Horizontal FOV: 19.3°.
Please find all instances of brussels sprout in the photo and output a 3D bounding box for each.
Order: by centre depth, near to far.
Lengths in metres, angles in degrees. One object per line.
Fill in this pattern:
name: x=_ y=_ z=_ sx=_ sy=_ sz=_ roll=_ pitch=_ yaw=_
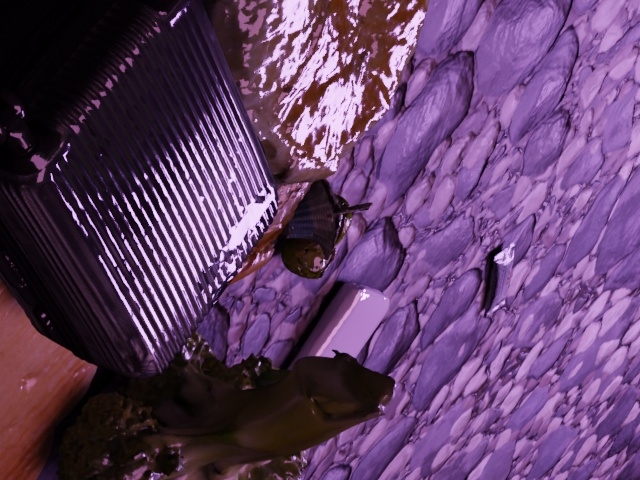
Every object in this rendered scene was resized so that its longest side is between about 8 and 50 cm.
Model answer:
brussels sprout: x=0.001 y=0.000 z=1.743 sx=0.083 sy=0.046 sz=0.051 roll=-49 pitch=161 yaw=-12

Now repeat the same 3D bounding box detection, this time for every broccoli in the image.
broccoli: x=-0.109 y=0.146 z=1.576 sx=0.254 sy=0.186 sz=0.302 roll=-16 pitch=158 yaw=-20

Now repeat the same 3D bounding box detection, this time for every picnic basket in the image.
picnic basket: x=0.008 y=-0.024 z=1.690 sx=0.083 sy=0.083 sz=0.065 roll=-7 pitch=174 yaw=-4

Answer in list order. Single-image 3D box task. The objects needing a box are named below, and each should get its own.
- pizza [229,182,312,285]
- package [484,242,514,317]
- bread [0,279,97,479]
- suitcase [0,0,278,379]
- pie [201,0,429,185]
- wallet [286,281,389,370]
pizza: x=-0.051 y=-0.050 z=1.610 sx=0.262 sy=0.034 sz=0.181 roll=-49 pitch=153 yaw=-11
package: x=0.208 y=0.046 z=2.182 sx=0.037 sy=0.015 sz=0.110 roll=-39 pitch=152 yaw=-30
bread: x=-0.286 y=0.129 z=1.412 sx=0.316 sy=0.054 sz=0.316 roll=-39 pitch=151 yaw=-27
suitcase: x=-0.148 y=-0.056 z=1.275 sx=0.202 sy=0.128 sz=0.312 roll=-54 pitch=149 yaw=-23
pie: x=0.003 y=-0.185 z=1.472 sx=0.306 sy=0.071 sz=0.306 roll=-40 pitch=146 yaw=-34
wallet: x=0.000 y=0.126 z=1.915 sx=0.190 sy=0.033 sz=0.095 roll=-58 pitch=153 yaw=6
